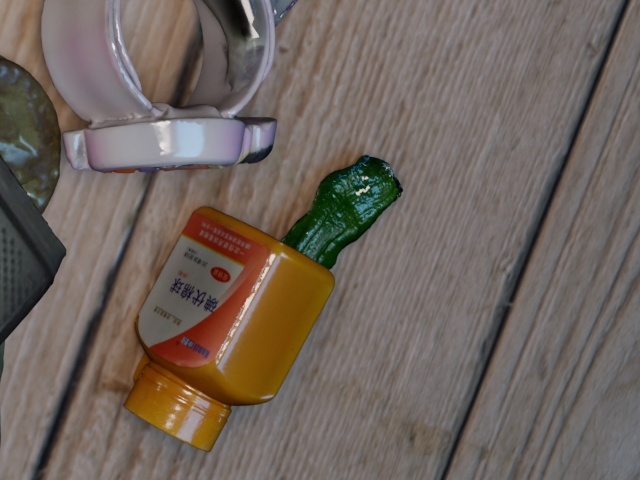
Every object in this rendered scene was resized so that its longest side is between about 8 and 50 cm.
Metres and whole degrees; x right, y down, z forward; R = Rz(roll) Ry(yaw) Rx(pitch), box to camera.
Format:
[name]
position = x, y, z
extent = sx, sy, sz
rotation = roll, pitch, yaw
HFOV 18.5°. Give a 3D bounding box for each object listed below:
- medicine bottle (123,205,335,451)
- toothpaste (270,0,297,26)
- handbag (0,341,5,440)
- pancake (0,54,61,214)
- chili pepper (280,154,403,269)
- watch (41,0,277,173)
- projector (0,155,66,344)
[medicine bottle]
position = -0.104, 0.094, 1.987
extent = 0.112, 0.149, 0.222
rotation = 31, 86, -45
[toothpaste]
position = -0.006, -0.327, 1.966
extent = 0.099, 0.068, 0.282
rotation = 42, 87, -14
[handbag]
position = -0.419, 0.191, 1.767
extent = 0.316, 0.109, 0.253
rotation = -22, 126, -36
[pancake]
position = -0.343, -0.067, 1.769
extent = 0.236, 0.042, 0.222
rotation = -36, 129, -23
[chili pepper]
position = -0.002, -0.001, 2.106
extent = 0.224, 0.061, 0.098
rotation = -48, 144, -15
[watch]
position = -0.145, -0.178, 1.842
extent = 0.244, 0.196, 0.231
rotation = -8, 91, -44
[projector]
position = -0.466, 0.026, 1.439
extent = 0.405, 0.395, 0.242
rotation = -46, 135, -18
